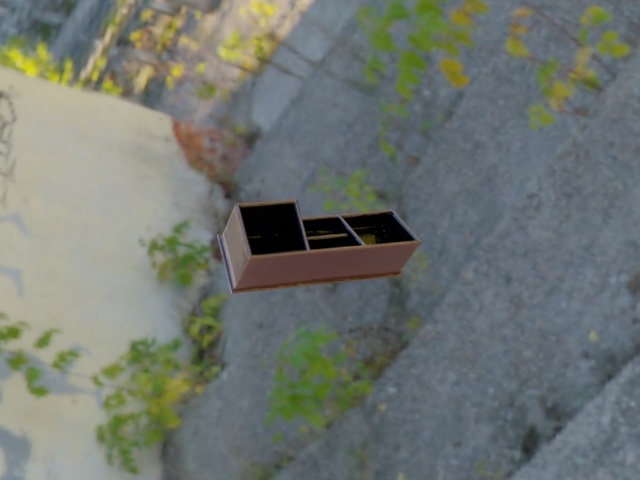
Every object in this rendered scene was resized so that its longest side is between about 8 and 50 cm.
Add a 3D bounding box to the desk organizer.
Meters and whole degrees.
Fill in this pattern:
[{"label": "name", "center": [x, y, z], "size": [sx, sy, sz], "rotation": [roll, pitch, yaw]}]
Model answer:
[{"label": "desk organizer", "center": [0.000, 0.000, 0.867], "size": [0.050, 0.130, 0.047], "rotation": [121, 139, -57]}]
